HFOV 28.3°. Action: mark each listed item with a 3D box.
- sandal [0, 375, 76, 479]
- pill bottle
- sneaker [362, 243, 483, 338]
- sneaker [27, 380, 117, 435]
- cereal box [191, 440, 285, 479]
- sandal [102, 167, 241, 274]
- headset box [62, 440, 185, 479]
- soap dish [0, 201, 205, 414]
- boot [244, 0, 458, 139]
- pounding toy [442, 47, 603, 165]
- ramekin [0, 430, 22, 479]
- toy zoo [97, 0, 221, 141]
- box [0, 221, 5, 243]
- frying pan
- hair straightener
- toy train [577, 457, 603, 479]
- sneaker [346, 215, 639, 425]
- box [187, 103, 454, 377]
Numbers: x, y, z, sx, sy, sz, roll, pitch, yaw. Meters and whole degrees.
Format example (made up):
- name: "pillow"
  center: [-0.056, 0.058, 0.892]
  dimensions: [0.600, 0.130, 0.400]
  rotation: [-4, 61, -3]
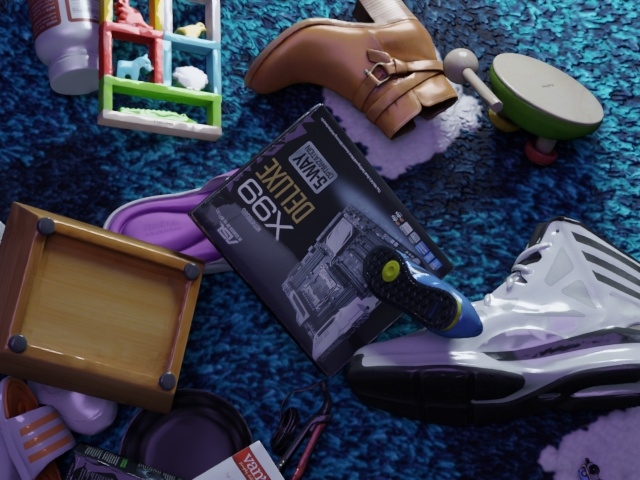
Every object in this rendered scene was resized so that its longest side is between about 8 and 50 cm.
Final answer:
- name: "sandal"
  center: [-0.369, 0.305, 1.755]
  dimensions: [0.076, 0.102, 0.265]
  rotation: [-16, 97, 14]
- name: "pill bottle"
  center: [-0.389, -0.342, 1.967]
  dimensions: [0.121, 0.121, 0.216]
  rotation: [-12, 73, 1]
- name: "sneaker"
  center: [0.137, 0.075, 1.711]
  dimensions: [0.209, 0.082, 0.069]
  rotation: [36, 98, 46]
- name: "sneaker"
  center: [-0.399, 0.146, 1.805]
  dimensions: [0.114, 0.152, 0.305]
  rotation: [-34, 75, -8]
- name: "cereal box"
  center: [-0.132, 0.381, 1.570]
  dimensions: [0.240, 0.047, 0.173]
  rotation: [-29, 76, -22]
- name: "sandal"
  center: [-0.123, -0.038, 1.864]
  dimensions: [0.416, 0.102, 0.169]
  rotation: [-20, 73, -2]
- name: "headset box"
  center: [-0.233, 0.432, 1.666]
  dimensions: [0.283, 0.131, 0.246]
  rotation: [21, 87, -4]
- name: "soap dish"
  center: [-0.305, 0.093, 1.727]
  dimensions: [0.290, 0.118, 0.229]
  rotation: [18, 76, -23]
- name: "boot"
  center: [0.049, -0.237, 1.923]
  dimensions: [0.283, 0.109, 0.220]
  rotation: [-28, 77, -12]
- name: "pounding toy"
  center: [0.291, -0.186, 1.868]
  dimensions: [0.236, 0.110, 0.183]
  rotation: [7, 35, -29]
- name: "ramekin"
  center: [-0.532, 0.330, 1.770]
  dimensions: [0.272, 0.127, 0.273]
  rotation: [-1, 73, 4]
- name: "toy zoo"
  center: [-0.245, -0.304, 1.943]
  dimensions: [0.192, 0.030, 0.293]
  rotation: [6, 71, -27]
- name: "box"
  center: [-0.555, 0.035, 1.881]
  dimensions: [0.130, 0.091, 0.171]
  rotation: [23, 76, 10]
- name: "frying pan"
  center: [-0.212, 0.367, 1.773]
  dimensions: [0.197, 0.053, 0.326]
  rotation: [20, 78, 14]
- name: "hair straightener"
  center: [-0.056, 0.296, 1.784]
  dimensions: [0.089, 0.047, 0.230]
  rotation: [25, 82, 12]
- name: "toy train"
  center: [0.388, 0.376, 1.740]
  dimensions: [0.036, 0.027, 0.158]
  rotation: [-21, 73, 9]
- name: "sneaker"
  center: [0.259, 0.109, 1.789]
  dimensions: [0.447, 0.169, 0.258]
  rotation: [-3, 58, 5]
- name: "box"
  center: [0.000, 0.000, 1.800]
  dimensions: [0.242, 0.076, 0.307]
  rotation: [-40, 98, -8]
